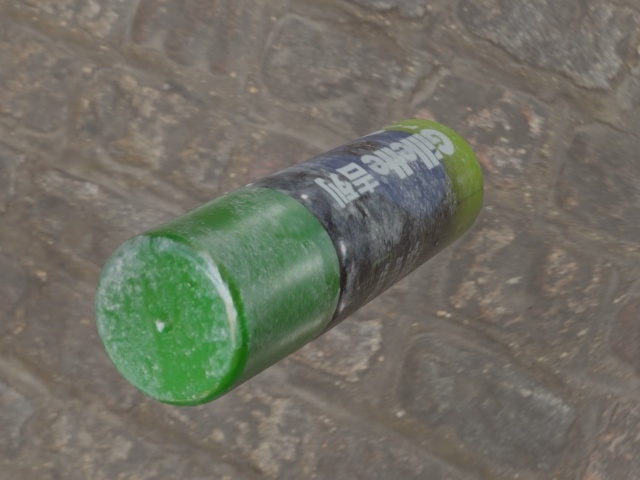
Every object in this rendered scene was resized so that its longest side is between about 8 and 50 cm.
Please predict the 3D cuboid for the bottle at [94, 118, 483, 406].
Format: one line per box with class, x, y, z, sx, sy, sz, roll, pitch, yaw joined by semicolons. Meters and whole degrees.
bottle;0.000;0.000;0.711;0.093;0.330;0.093;7;107;25
